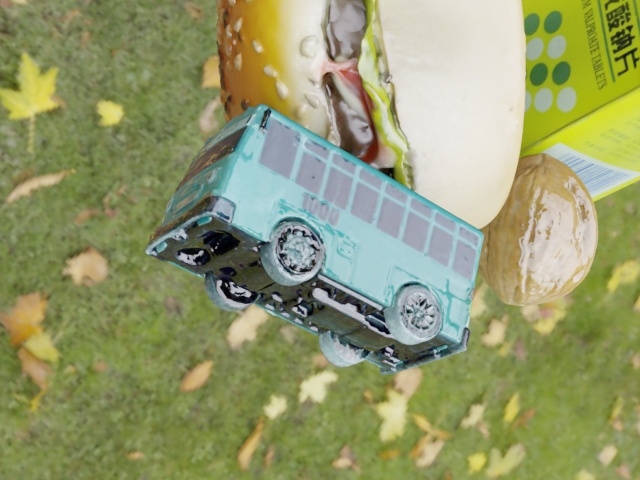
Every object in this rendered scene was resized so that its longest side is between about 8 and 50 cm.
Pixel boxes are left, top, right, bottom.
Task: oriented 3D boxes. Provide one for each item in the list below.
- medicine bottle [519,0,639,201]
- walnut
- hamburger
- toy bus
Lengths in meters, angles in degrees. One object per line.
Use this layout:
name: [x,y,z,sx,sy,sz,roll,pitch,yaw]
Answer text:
medicine bottle: [0.241,-0.135,0.931,0.141,0.250,0.137,15,62,-35]
walnut: [0.169,-0.008,0.901,0.105,0.105,0.124,-9,109,-53]
hamburger: [0.021,-0.127,0.730,0.176,0.300,0.300,-4,134,-3]
toy bus: [0.000,0.000,0.591,0.160,0.079,0.092,28,60,-23]
